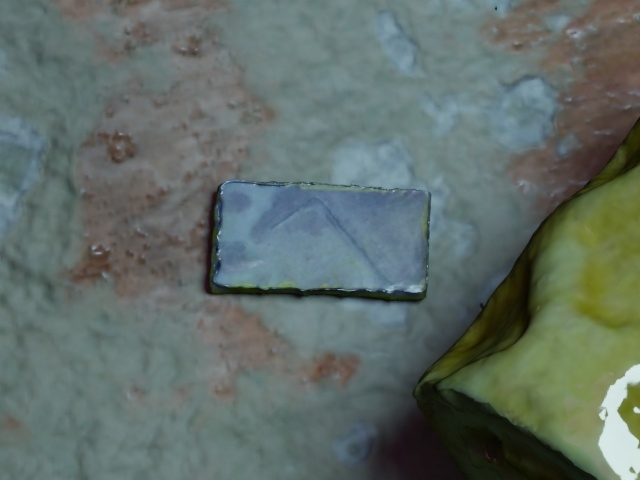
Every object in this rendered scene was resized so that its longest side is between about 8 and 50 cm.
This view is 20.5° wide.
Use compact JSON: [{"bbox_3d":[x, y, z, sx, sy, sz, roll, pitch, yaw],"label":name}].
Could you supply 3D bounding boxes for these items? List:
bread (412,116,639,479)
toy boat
[{"bbox_3d":[0.194,0.058,0.811,0.252,0.196,0.238,-40,70,-15],"label":"bread"},{"bbox_3d":[0.000,0.000,0.929,0.115,0.016,0.063,3,70,2],"label":"toy boat"}]
